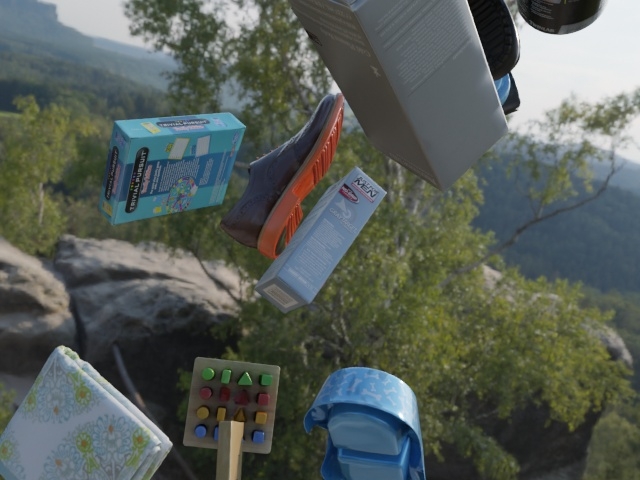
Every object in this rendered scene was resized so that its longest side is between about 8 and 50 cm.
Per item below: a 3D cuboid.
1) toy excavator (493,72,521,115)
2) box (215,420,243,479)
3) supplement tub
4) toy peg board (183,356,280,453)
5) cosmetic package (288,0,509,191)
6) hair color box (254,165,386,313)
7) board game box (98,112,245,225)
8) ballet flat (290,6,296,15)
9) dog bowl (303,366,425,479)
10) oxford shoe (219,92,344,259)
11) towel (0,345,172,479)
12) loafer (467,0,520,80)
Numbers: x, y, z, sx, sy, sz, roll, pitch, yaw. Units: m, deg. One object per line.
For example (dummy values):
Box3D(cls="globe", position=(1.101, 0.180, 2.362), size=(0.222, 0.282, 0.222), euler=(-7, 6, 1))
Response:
Box3D(cls="toy excavator", position=(0.240, -0.462, 1.271), size=(0.222, 0.432, 0.445), euler=(-17, -13, 9))
Box3D(cls="box", position=(-0.109, 0.318, 0.766), size=(0.021, 0.201, 0.164), euler=(2, -16, -3))
Box3D(cls="supplement tub", position=(0.485, -0.566, 1.265), size=(0.194, 0.193, 0.316), euler=(17, -11, 18))
Box3D(cls="toy peg board", position=(-0.161, 0.302, 1.181), size=(0.161, 0.160, 0.079), euler=(8, -12, -6))
Box3D(cls="cosmetic package", position=(0.072, -0.166, 0.587), size=(0.127, 0.107, 0.238), euler=(42, -8, 43))
Box3D(cls="hair color box", position=(0.000, 0.000, 1.669), size=(0.114, 0.374, 0.185), euler=(40, -25, -10))
Box3D(cls="board game box", position=(-0.373, -0.187, 1.638), size=(0.336, 0.253, 0.079), euler=(-15, 49, -44))
Box3D(cls="ballet flat", position=(0.144, -0.327, 0.615), size=(0.483, 0.182, 0.164), euler=(-14, -41, 45))
Box3D(cls="dog bowl", position=(0.077, 0.297, 0.972), size=(0.166, 0.297, 0.074), euler=(2, 45, 17))
Box3D(cls="oxford shoe", position=(-0.046, -0.110, 0.906), size=(0.098, 0.271, 0.097), euler=(23, -24, 10))
Box3D(cls="towel", position=(-0.552, 0.478, 1.481), size=(0.374, 0.320, 0.090), euler=(35, 3, 18))
Box3D(cls="loafer", position=(0.177, -0.268, 0.764), size=(0.078, 0.080, 0.220), euler=(19, 43, -49))
